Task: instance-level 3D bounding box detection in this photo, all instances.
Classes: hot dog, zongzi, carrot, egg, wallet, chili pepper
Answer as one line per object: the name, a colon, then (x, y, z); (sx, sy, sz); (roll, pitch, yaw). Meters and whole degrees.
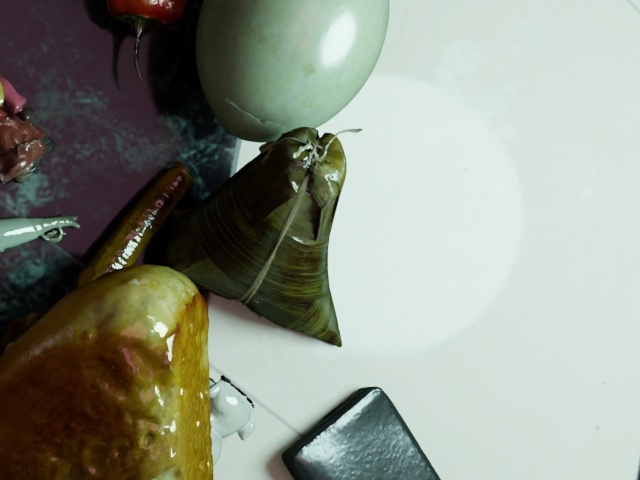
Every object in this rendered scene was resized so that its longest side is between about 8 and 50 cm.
hot dog: (-0.220, 0.224, 1.213); (0.223, 0.185, 0.405); (-1, 100, 5)
zongzi: (0.000, 0.000, 1.312); (0.241, 0.248, 0.111); (30, 43, -26)
carrot: (-0.188, -0.009, 1.322); (0.042, 0.042, 0.170); (42, 74, -18)
egg: (-0.028, -0.217, 1.303); (0.186, 0.186, 0.253); (28, 86, -21)
wallet: (0.071, 0.294, 1.439); (0.149, 0.044, 0.250); (-38, 105, -22)
chili pepper: (-0.175, -0.253, 1.298); (0.086, 0.084, 0.192); (4, 85, -7)

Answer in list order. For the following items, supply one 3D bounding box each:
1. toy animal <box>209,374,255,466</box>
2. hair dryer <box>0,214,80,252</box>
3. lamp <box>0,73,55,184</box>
toy animal: (-0.124, 0.206, 1.338); (0.085, 0.071, 0.124); (50, 64, -34)
hair dryer: (-0.334, 0.041, 1.258); (0.237, 0.075, 0.206); (-26, 108, -29)
lamp: (-0.358, -0.154, 1.210); (0.118, 0.118, 0.253); (-41, 103, -17)
